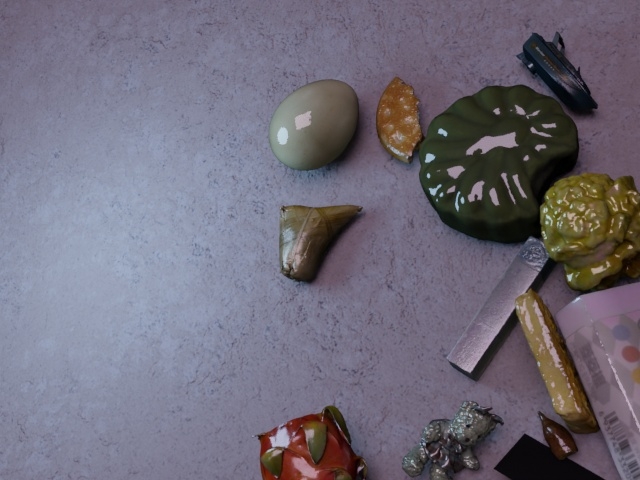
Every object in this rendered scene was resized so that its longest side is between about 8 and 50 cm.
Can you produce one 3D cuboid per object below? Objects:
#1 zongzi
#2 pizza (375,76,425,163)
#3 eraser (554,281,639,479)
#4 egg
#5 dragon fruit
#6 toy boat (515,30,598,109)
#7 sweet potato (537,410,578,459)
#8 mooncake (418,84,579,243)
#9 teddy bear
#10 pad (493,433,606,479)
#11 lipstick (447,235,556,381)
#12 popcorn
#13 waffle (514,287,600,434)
[{"bbox_3d":[0.000,0.000,2.094,0.197,0.099,0.195,-3,65,12],"label":"zongzi"},{"bbox_3d":[0.193,-0.284,2.169,0.127,0.058,0.246,-25,58,11],"label":"pizza"},{"bbox_3d":[0.614,0.275,1.701,0.213,0.082,0.397,-13,60,-6],"label":"eraser"},{"bbox_3d":[-0.012,-0.281,2.173,0.188,0.188,0.254,36,77,31],"label":"egg"},{"bbox_3d":[-0.020,0.463,1.809,0.224,0.224,0.227,-35,62,3],"label":"dragon fruit"},{"bbox_3d":[0.552,-0.379,2.051,0.103,0.093,0.246,-38,57,10],"label":"toy boat"},{"bbox_3d":[0.455,0.376,1.761,0.049,0.049,0.117,-34,46,4],"label":"sweet potato"},{"bbox_3d":[0.383,-0.173,1.969,0.351,0.187,0.351,-9,65,20],"label":"mooncake"},{"bbox_3d":[0.265,0.397,1.791,0.133,0.111,0.213,41,96,-10],"label":"teddy bear"},{"bbox_3d":[0.439,0.445,1.708,0.190,0.004,0.127,27,39,30],"label":"pad"},{"bbox_3d":[0.381,0.141,1.884,0.066,0.068,0.317,31,80,30],"label":"lipstick"},{"bbox_3d":[0.557,-0.020,1.801,0.212,0.259,0.259,-31,56,32],"label":"popcorn"},{"bbox_3d":[0.454,0.238,1.753,0.057,0.168,0.274,-25,61,15],"label":"waffle"}]
